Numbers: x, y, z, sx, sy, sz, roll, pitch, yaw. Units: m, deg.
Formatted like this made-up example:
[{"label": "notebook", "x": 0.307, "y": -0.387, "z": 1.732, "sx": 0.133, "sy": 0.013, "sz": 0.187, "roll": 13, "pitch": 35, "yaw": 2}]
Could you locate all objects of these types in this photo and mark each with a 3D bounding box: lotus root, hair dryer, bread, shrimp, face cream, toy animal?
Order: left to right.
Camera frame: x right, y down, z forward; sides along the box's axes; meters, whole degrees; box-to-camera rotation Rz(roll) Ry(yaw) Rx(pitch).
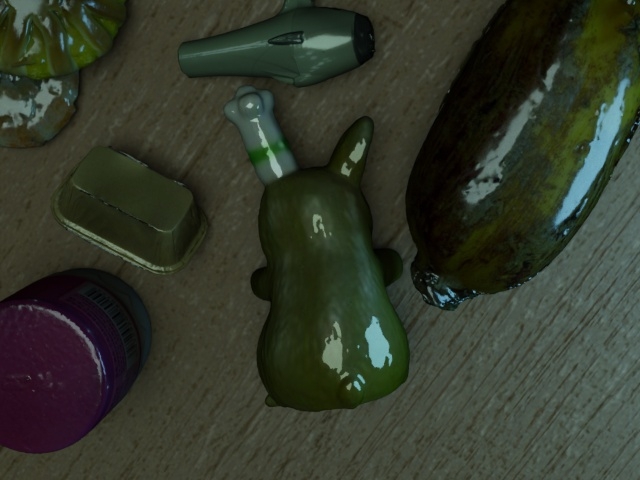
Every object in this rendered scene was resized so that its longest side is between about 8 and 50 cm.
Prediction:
[{"label": "shrimp", "x": -0.393, "y": -0.254, "z": 1.182, "sx": 0.164, "sy": 0.062, "sz": 0.317, "roll": -31, "pitch": 97, "yaw": -1}, {"label": "bread", "x": -0.308, "y": -0.285, "z": 1.122, "sx": 0.213, "sy": 0.105, "sz": 0.213, "roll": 1, "pitch": 87, "yaw": -14}, {"label": "face cream", "x": -0.297, "y": 0.130, "z": 1.171, "sx": 0.175, "sy": 0.195, "sz": 0.175, "roll": 1, "pitch": 99, "yaw": 7}, {"label": "hair dryer", "x": -0.070, "y": -0.261, "z": 1.143, "sx": 0.219, "sy": 0.088, "sz": 0.225, "roll": -25, "pitch": 84, "yaw": 14}, {"label": "toy animal", "x": 0.002, "y": 0.011, "z": 1.141, "sx": 0.181, "sy": 0.180, "sz": 0.363, "roll": -8, "pitch": 77, "yaw": 1}, {"label": "lotus root", "x": 0.215, "y": -0.106, "z": 1.077, "sx": 0.196, "sy": 0.179, "sz": 0.397, "roll": 30, "pitch": 101, "yaw": 2}]

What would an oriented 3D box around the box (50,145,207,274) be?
[{"label": "box", "x": -0.219, "y": -0.037, "z": 1.181, "sx": 0.177, "sy": 0.111, "sz": 0.111, "roll": 28, "pitch": 102, "yaw": 1}]
